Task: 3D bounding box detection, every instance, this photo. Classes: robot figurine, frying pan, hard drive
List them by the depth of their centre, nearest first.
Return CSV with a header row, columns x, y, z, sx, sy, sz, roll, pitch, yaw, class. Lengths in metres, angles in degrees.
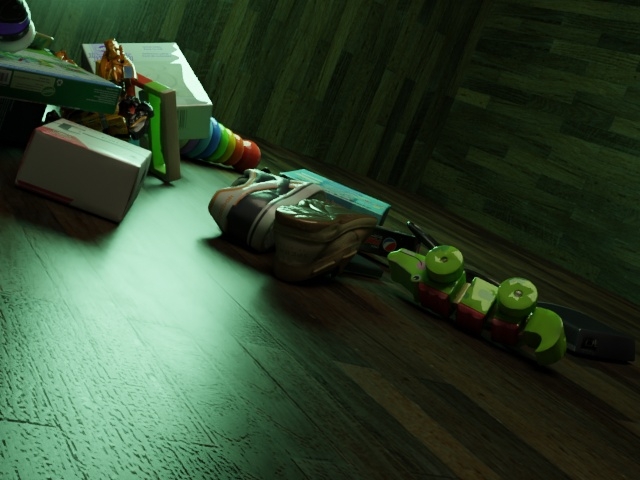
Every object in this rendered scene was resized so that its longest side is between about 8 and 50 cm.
x,y,z,sx,sy,sz,roll,pitch,yaw,class
0.040,0.035,1.629,0.135,0.022,0.094,13,12,-46,hard drive
-0.423,-0.261,1.659,0.211,0.085,0.291,-16,43,-5,robot figurine
0.258,0.075,1.684,0.326,0.053,0.197,33,19,18,frying pan
0.517,0.182,1.793,0.254,0.054,0.172,13,12,-45,hard drive

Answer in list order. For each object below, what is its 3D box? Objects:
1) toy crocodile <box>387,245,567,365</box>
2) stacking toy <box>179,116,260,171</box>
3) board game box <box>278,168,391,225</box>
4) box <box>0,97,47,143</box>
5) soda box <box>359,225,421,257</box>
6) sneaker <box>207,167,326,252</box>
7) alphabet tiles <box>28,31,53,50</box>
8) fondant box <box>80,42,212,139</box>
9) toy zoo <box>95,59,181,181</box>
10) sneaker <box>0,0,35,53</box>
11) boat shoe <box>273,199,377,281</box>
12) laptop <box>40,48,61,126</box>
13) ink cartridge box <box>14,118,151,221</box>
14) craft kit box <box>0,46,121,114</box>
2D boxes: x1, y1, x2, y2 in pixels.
x,y,z,sx,sy,sz,roll,pitch,yaw,class
0.256,0.105,1.498,0.340,0.105,0.115,25,-32,26,toy crocodile
-0.280,-0.261,2.341,0.141,0.141,0.330,29,7,38,stacking toy
0.032,-0.088,2.182,0.254,0.079,0.336,23,9,5,board game box
-0.594,-0.244,1.558,0.156,0.093,0.158,26,8,25,box
0.120,0.000,1.847,0.169,0.060,0.053,15,7,18,soda box
-0.088,-0.063,1.575,0.127,0.126,0.321,29,12,12,sneaker
-0.628,-0.331,1.588,0.237,0.198,0.009,8,53,-58,alphabet tiles
-0.419,-0.356,2.116,0.238,0.096,0.330,-6,38,-24,fondant box
-0.389,-0.256,1.838,0.030,0.192,0.293,-24,39,-38,toy zoo
-0.592,-0.407,1.395,0.293,0.102,0.146,18,-25,-2,sneaker
0.000,0.000,1.462,0.121,0.110,0.341,16,9,20,boat shoe
-0.743,-0.336,2.011,0.408,0.236,0.382,52,13,6,laptop
-0.347,-0.110,1.341,0.158,0.092,0.218,20,7,-10,ink cartridge box
-0.508,-0.286,1.497,0.246,0.061,0.250,32,18,35,craft kit box
